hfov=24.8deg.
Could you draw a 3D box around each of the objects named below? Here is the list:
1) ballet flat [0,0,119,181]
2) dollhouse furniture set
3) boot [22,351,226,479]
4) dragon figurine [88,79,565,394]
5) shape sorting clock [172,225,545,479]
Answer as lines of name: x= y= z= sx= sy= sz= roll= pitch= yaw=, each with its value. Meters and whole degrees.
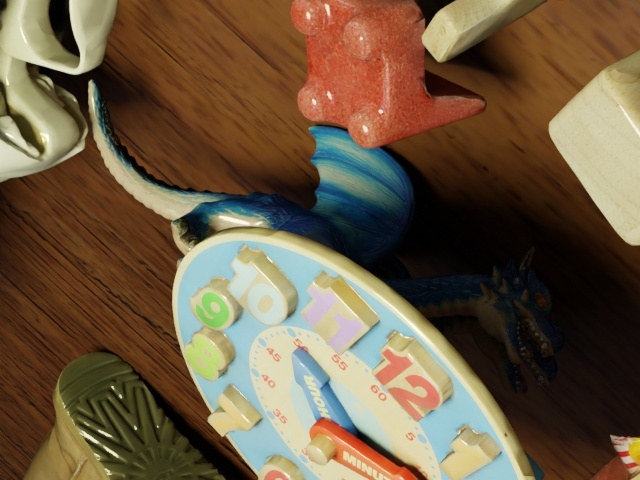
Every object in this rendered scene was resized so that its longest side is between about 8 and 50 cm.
ballet flat: x=-0.166 y=-0.097 z=0.770 sx=0.096 sy=0.095 sz=0.280 roll=39 pitch=131 yaw=16
dollhouse furniture set: x=0.142 y=-0.016 z=0.597 sx=0.374 sy=0.152 sz=0.201 roll=55 pitch=148 yaw=13
boot: x=-0.153 y=0.234 z=1.152 sx=0.236 sy=0.089 sz=0.269 roll=59 pitch=149 yaw=21
dragon figurine: x=0.000 y=0.000 z=0.769 sx=0.289 sy=0.144 sz=0.085 roll=44 pitch=153 yaw=34
shape sorting clock: x=0.010 y=0.082 z=0.645 sx=0.206 sy=0.040 sz=0.206 roll=28 pitch=139 yaw=27
